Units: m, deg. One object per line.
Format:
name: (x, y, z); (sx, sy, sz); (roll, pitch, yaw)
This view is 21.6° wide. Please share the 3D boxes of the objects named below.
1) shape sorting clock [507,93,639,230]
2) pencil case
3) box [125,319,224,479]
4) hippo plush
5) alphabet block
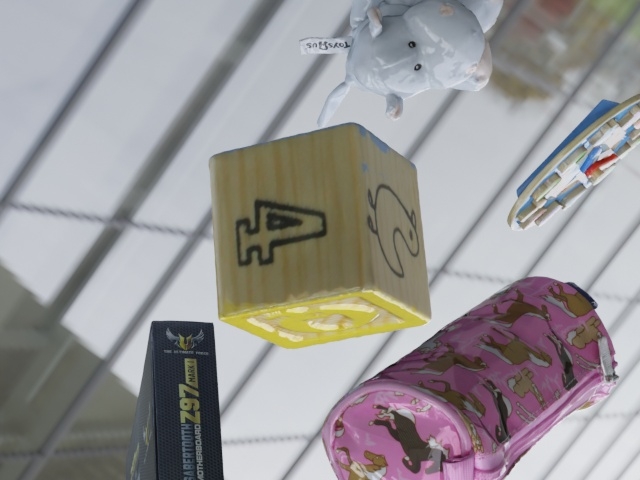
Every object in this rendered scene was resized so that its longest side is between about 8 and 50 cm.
shape sorting clock: (0.277, -0.080, 1.749); (0.040, 0.206, 0.206); (46, -165, 16)
pencil case: (0.157, 0.155, 1.643); (0.160, 0.167, 0.386); (59, -146, 4)
box: (-0.126, 0.207, 1.417); (0.059, 0.232, 0.183); (3, -129, -11)
hippo plush: (0.105, -0.288, 2.251); (0.236, 0.294, 0.234); (-65, -38, -81)
alphabet block: (0.000, 0.000, 1.904); (0.192, 0.193, 0.197); (27, -126, -60)
